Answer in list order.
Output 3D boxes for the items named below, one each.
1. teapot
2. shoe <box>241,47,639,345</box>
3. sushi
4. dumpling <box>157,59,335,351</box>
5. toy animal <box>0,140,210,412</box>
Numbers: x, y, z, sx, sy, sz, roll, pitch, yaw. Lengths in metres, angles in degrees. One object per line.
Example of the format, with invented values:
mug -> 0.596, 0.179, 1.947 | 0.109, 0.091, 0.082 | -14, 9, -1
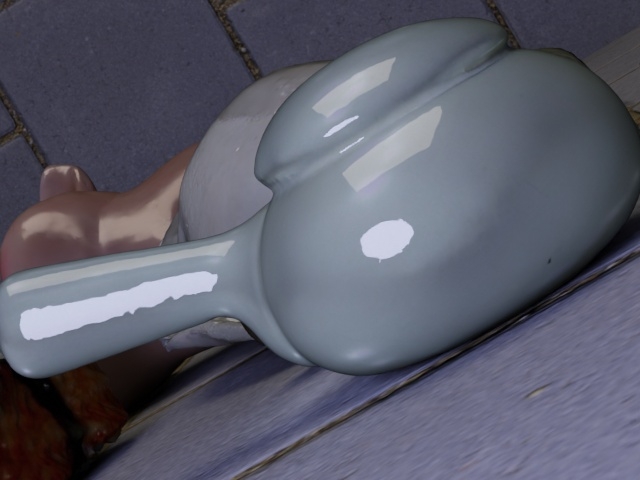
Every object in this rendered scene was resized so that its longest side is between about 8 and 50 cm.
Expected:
teapot -> 0.004, -0.001, 0.755 | 0.318, 0.149, 0.220 | -31, 1, -17
shoe -> 0.071, -0.018, 0.929 | 0.275, 0.103, 0.098 | -36, 23, -3
sushi -> -0.233, 0.136, 1.062 | 0.130, 0.124, 0.332 | -22, 8, 22
dumpling -> -0.006, -0.016, 1.120 | 0.341, 0.181, 0.260 | 18, 60, 29
toy animal -> -0.142, 0.018, 1.385 | 0.326, 0.237, 0.269 | -29, 10, -24
